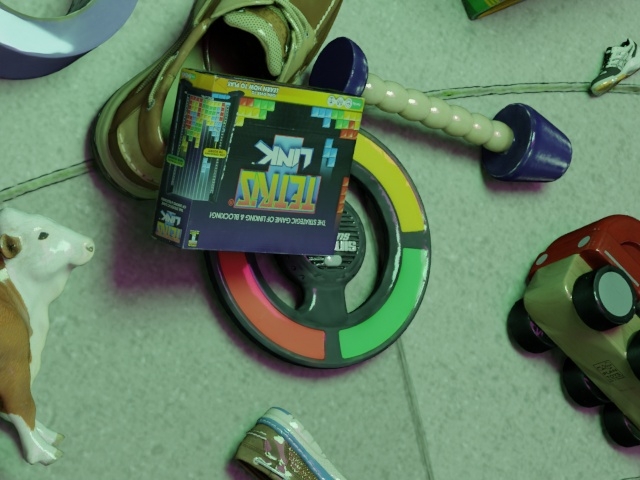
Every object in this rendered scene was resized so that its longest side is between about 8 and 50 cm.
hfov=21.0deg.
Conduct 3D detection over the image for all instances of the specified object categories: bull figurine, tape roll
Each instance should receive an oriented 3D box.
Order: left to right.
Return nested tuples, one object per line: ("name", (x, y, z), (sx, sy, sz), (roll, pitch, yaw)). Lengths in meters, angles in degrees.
("bull figurine", (-0.287, 0.109, 1.317), (0.310, 0.101, 0.188), (-33, 100, -30))
("tape roll", (-0.244, -0.232, 1.416), (0.189, 0.080, 0.189), (6, 77, -29))

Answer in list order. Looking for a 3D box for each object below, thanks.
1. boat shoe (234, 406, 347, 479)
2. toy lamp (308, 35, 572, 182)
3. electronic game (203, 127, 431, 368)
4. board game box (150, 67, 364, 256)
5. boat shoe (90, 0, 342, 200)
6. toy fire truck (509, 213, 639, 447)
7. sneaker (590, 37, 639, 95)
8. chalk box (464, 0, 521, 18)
("boat shoe", (-0.004, 0.232, 1.484), (0.066, 0.066, 0.183), (-43, 93, -24))
("toy lamp", (0.119, -0.114, 1.595), (0.274, 0.080, 0.080), (20, 72, -32))
("electronic game", (0.000, 0.000, 1.532), (0.229, 0.048, 0.229), (6, 78, -29))
("board game box", (-0.049, -0.061, 1.414), (0.170, 0.048, 0.141), (3, 100, -44))
("boat shoe", (-0.061, -0.163, 1.484), (0.122, 0.120, 0.324), (43, 64, -16))
("toy fire truck", (0.335, 0.043, 1.671), (0.217, 0.158, 0.246), (44, 51, -15))
("sneaker", (0.296, -0.177, 1.748), (0.083, 0.032, 0.037), (-34, 85, -35))
("chalk box", (0.200, -0.389, 1.644), (0.180, 0.179, 0.289), (-22, 91, -30))
